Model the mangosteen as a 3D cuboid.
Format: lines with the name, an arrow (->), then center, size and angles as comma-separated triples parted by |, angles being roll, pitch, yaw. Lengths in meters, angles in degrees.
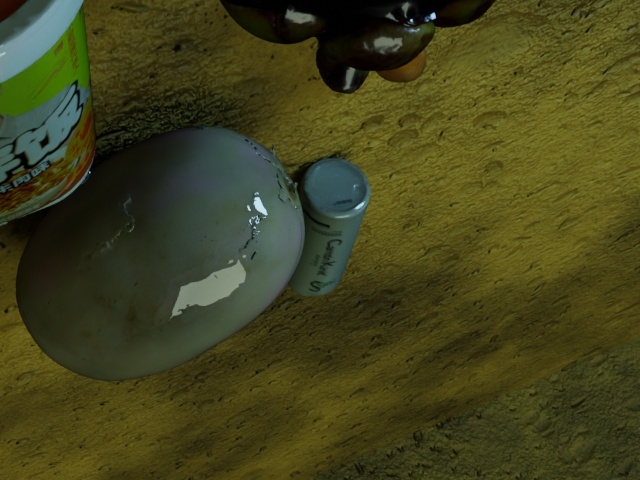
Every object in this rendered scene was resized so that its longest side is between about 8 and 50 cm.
mangosteen -> 0.029, -0.260, 0.987 | 0.287, 0.233, 0.287 | -30, 158, -13

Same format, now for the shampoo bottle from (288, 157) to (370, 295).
shampoo bottle -> 0.000, 0.000, 1.638 | 0.085, 0.085, 0.262 | -18, 155, -19

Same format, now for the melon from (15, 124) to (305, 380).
melon -> -0.161, 0.012, 1.326 | 0.317, 0.223, 0.223 | -32, 156, 10

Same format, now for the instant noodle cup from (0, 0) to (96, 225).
instant noodle cup -> -0.277, -0.145, 0.876 | 0.293, 0.294, 0.308 | -23, 162, -9

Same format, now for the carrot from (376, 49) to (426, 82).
carrot -> 0.034, -0.216, 1.286 | 0.271, 0.066, 0.062 | 21, 84, -56
